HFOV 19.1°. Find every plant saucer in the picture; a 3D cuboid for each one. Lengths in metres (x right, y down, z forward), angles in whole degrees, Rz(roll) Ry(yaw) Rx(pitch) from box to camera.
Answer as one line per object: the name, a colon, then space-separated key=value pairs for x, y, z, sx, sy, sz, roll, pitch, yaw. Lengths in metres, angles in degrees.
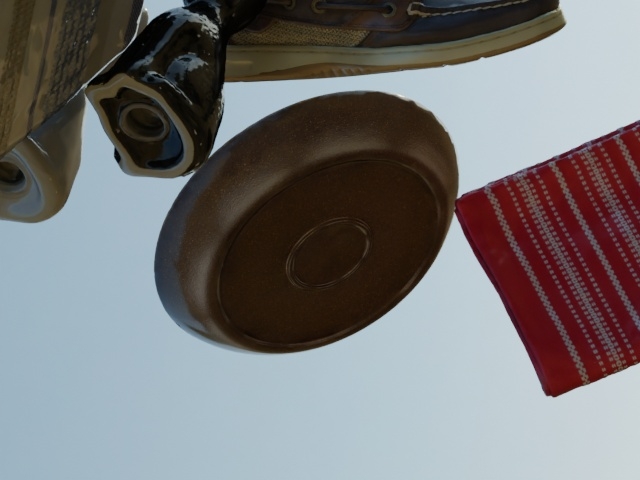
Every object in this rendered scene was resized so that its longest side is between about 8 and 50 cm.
plant saucer: x=0.000 y=0.000 z=1.748 sx=0.311 sy=0.050 sz=0.310 roll=-19 pitch=-42 yaw=-18

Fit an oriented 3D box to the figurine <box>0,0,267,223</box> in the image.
figurine: x=-0.140 y=-0.121 z=1.358 sx=0.092 sy=0.215 sz=0.209 roll=54 pitch=-141 yaw=-26

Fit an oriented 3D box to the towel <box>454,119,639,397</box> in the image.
towel: x=0.269 y=-0.006 z=1.567 sx=0.275 sy=0.199 sz=0.031 roll=-23 pitch=-23 yaw=0

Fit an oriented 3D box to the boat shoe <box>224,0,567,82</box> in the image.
boat shoe: x=0.036 y=-0.172 z=1.406 sx=0.103 sy=0.285 sz=0.092 roll=-43 pitch=-54 yaw=-70

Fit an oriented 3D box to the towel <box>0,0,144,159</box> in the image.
towel: x=-0.183 y=-0.150 z=1.226 sx=0.285 sy=0.034 sz=0.209 roll=-50 pitch=-17 yaw=-47
